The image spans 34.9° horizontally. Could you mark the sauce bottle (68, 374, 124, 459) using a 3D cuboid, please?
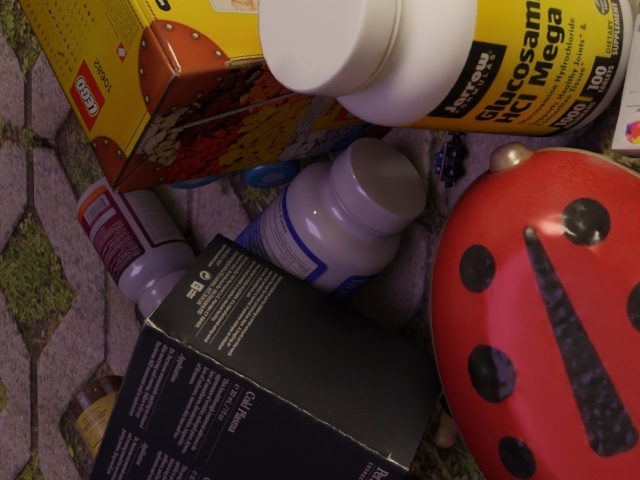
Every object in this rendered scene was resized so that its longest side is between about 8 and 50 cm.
[{"bbox_3d":[-0.266,0.370,1.566,0.344,0.111,0.111,54,129,21],"label":"sauce bottle"}]

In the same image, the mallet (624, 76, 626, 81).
[{"bbox_3d":[0.327,-0.161,0.963,0.189,0.039,0.062,32,113,41],"label":"mallet"}]

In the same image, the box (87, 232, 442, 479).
[{"bbox_3d":[-0.071,0.225,1.194,0.312,0.179,0.343,30,130,4],"label":"box"}]

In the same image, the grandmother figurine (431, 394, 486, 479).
[{"bbox_3d":[0.217,0.201,1.092,0.207,0.104,0.342,-2,93,22],"label":"grandmother figurine"}]

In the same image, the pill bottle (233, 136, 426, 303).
[{"bbox_3d":[0.000,0.000,1.219,0.272,0.152,0.152,-43,68,38],"label":"pill bottle"}]

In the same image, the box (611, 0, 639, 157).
[{"bbox_3d":[0.342,-0.165,0.896,0.145,0.038,0.186,6,82,49],"label":"box"}]

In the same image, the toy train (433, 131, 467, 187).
[{"bbox_3d":[0.150,-0.137,1.138,0.036,0.027,0.158,22,112,43],"label":"toy train"}]

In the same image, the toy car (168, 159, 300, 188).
[{"bbox_3d":[-0.165,-0.144,1.332,0.238,0.210,0.219,-40,59,53],"label":"toy car"}]

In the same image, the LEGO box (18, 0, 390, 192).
[{"bbox_3d":[-0.142,-0.335,1.131,0.193,0.372,0.500,-48,64,46],"label":"LEGO box"}]

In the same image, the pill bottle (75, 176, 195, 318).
[{"bbox_3d":[-0.257,0.015,1.486,0.221,0.121,0.121,55,129,22],"label":"pill bottle"}]

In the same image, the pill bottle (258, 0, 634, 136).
[{"bbox_3d":[0.117,-0.193,0.932,0.188,0.334,0.188,3,94,51],"label":"pill bottle"}]

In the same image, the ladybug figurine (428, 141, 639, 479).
[{"bbox_3d":[0.252,0.119,0.935,0.305,0.162,0.449,-27,86,18],"label":"ladybug figurine"}]
